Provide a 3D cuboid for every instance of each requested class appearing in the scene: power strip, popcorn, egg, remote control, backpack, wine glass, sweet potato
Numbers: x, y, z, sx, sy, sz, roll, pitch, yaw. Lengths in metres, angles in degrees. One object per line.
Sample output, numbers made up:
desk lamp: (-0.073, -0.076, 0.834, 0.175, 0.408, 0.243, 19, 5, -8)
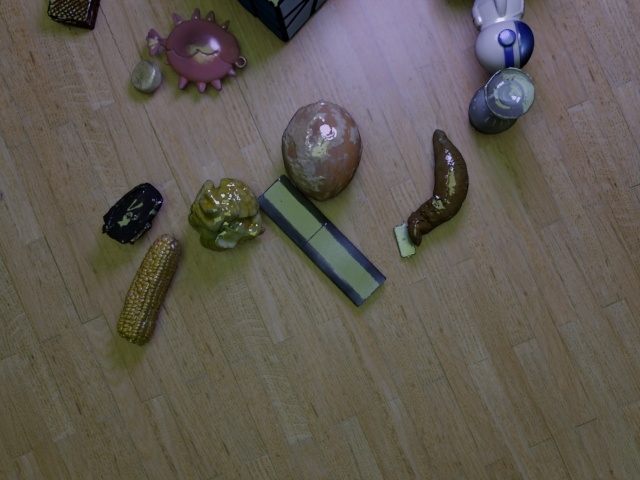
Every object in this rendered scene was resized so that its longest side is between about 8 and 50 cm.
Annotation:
power strip: (0.216, 0.000, 1.757, 0.040, 0.016, 0.090, -16, 89, 1)
popcorn: (-0.233, -0.061, 1.704, 0.185, 0.167, 0.188, -13, 129, -19)
egg: (0.004, -0.218, 1.677, 0.203, 0.203, 0.245, 0, 88, 2)
remote control: (0.000, 0.000, 1.751, 0.107, 0.044, 0.377, -45, 88, -2)
backpack: (-0.468, -0.066, 1.734, 0.165, 0.120, 0.106, -43, 110, 1)
wine glass: (0.427, -0.325, 1.645, 0.126, 0.241, 0.127, 0, 90, 3)
sweet potato: (0.305, -0.125, 1.720, 0.124, 0.098, 0.310, 16, 86, 9)

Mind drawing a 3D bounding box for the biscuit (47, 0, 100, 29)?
biscuit: (-0.604, -0.745, 1.768, 0.107, 0.073, 0.389, 12, 90, 1)

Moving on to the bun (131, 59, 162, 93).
bun: (-0.443, -0.419, 1.765, 0.086, 0.054, 0.086, -2, 86, 27)

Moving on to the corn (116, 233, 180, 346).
corn: (-0.431, 0.122, 1.735, 0.101, 0.101, 0.292, 22, 91, 2)

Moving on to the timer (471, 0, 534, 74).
timer: (0.420, -0.578, 1.628, 0.270, 0.270, 0.384, -8, 87, 2)

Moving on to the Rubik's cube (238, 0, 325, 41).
Rubik's cube: (-0.101, -0.700, 1.647, 0.283, 0.288, 0.293, 44, 92, 3)

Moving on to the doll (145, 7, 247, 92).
doll: (-0.315, -0.484, 1.744, 0.261, 0.093, 0.211, 7, 92, 1)
